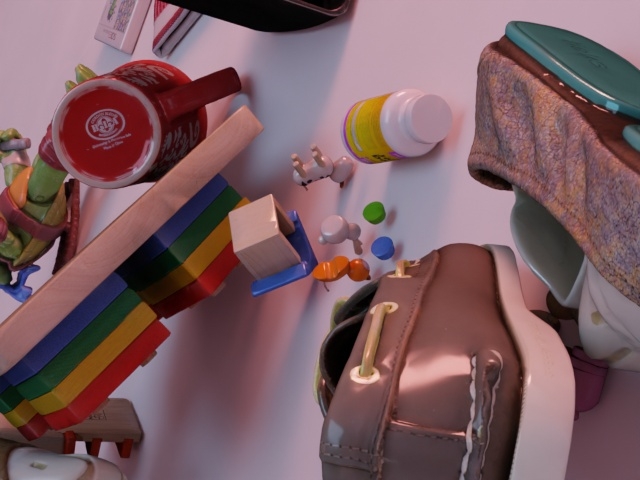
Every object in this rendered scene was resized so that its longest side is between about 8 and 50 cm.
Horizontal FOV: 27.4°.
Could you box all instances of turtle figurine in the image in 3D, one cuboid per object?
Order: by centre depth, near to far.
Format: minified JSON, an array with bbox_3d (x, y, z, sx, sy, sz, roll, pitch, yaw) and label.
[{"bbox_3d":[-0.359,-0.092,1.463,0.266,0.198,0.275,-46,74,13],"label":"turtle figurine"}]

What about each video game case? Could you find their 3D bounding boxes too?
[{"bbox_3d":[-0.226,-0.308,1.582,0.143,0.019,0.157,33,103,64],"label":"video game case"}]

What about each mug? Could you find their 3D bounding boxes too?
[{"bbox_3d":[-0.156,-0.113,1.135,0.150,0.113,0.169,-52,1,10],"label":"mug"}]

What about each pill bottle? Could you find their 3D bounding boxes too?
[{"bbox_3d":[0.049,-0.073,0.836,0.083,0.043,0.043,-5,70,64],"label":"pill bottle"}]

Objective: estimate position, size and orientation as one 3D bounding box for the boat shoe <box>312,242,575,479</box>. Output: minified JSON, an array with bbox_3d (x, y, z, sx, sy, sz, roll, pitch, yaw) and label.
[{"bbox_3d":[0.044,0.057,0.608,0.305,0.091,0.109,-93,12,-81],"label":"boat shoe"}]

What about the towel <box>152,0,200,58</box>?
[{"bbox_3d":[-0.117,-0.385,1.393,0.237,0.037,0.329,-41,39,49],"label":"towel"}]

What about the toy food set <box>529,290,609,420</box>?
[{"bbox_3d":[0.113,0.058,0.647,0.122,0.019,0.078,-43,38,46],"label":"toy food set"}]

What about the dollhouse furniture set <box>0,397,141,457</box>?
[{"bbox_3d":[-0.254,0.269,1.180,0.262,0.135,0.259,-131,51,-62],"label":"dollhouse furniture set"}]

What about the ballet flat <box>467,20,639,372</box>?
[{"bbox_3d":[0.139,-0.006,0.559,0.316,0.107,0.106,-113,38,-67],"label":"ballet flat"}]

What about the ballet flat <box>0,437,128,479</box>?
[{"bbox_3d":[-0.178,0.238,0.960,0.124,0.116,0.342,-47,51,12],"label":"ballet flat"}]

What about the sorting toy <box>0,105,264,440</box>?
[{"bbox_3d":[-0.153,0.041,1.003,0.255,0.089,0.257,-46,8,-25],"label":"sorting toy"}]

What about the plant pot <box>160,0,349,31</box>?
[{"bbox_3d":[-0.072,-0.270,1.071,0.167,0.187,0.188,154,129,-72],"label":"plant pot"}]

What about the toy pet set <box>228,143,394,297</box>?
[{"bbox_3d":[0.000,0.000,0.899,0.114,0.065,0.122,-23,47,13],"label":"toy pet set"}]
